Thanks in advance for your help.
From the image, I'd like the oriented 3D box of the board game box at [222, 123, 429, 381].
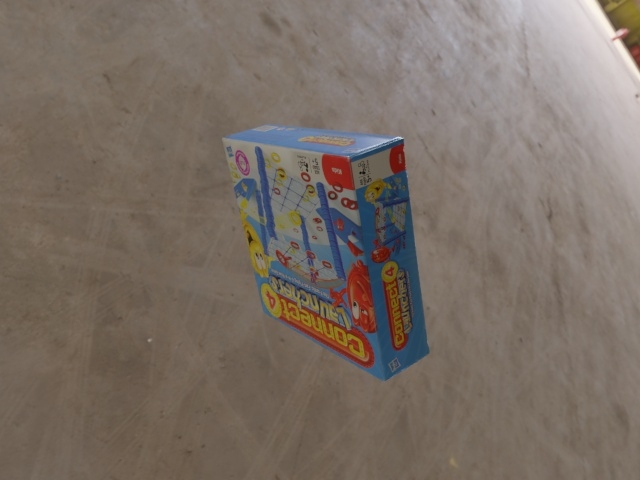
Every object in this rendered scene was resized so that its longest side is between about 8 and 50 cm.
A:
[{"bbox_3d":[0.000,0.000,0.837,0.086,0.308,0.302,-24,115,-31],"label":"board game box"}]
